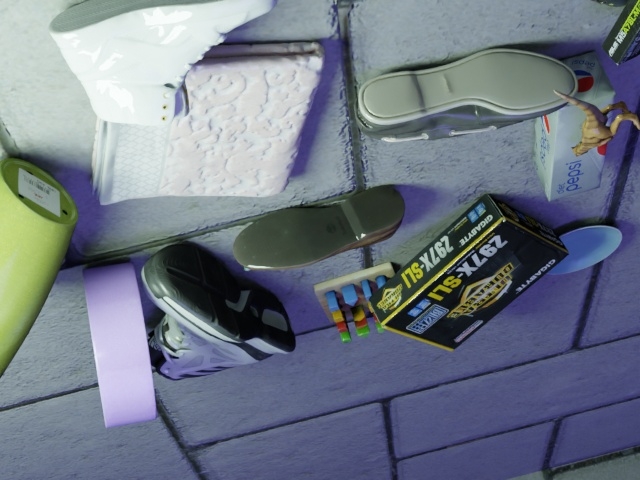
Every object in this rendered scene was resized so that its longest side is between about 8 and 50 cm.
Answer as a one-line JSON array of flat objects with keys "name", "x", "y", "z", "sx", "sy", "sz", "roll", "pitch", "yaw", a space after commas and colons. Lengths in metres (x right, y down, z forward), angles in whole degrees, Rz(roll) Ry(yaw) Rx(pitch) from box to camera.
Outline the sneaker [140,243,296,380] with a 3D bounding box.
[{"name": "sneaker", "x": -0.249, "y": 0.168, "z": 2.053, "sx": 0.257, "sy": 0.169, "sz": 0.447, "roll": -27, "pitch": 151, "yaw": 16}]

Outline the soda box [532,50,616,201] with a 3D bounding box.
[{"name": "soda box", "x": 0.412, "y": -0.181, "z": 1.838, "sx": 0.098, "sy": 0.091, "sz": 0.286, "roll": -16, "pitch": 151, "yaw": -1}]

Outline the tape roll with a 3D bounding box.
[{"name": "tape roll", "x": -0.345, "y": 0.178, "z": 1.919, "sx": 0.090, "sy": 0.275, "sz": 0.275, "roll": -9, "pitch": 150, "yaw": -11}]

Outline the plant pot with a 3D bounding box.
[{"name": "plant pot", "x": -0.500, "y": 0.027, "z": 1.647, "sx": 0.293, "sy": 0.275, "sz": 0.275, "roll": -46, "pitch": 141, "yaw": 18}]

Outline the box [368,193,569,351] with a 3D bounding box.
[{"name": "box", "x": 0.288, "y": 0.070, "z": 2.169, "sx": 0.322, "sy": 0.079, "sz": 0.257, "roll": -43, "pitch": 140, "yaw": 21}]

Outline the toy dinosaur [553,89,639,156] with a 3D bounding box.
[{"name": "toy dinosaur", "x": 0.415, "y": -0.174, "z": 1.678, "sx": 0.112, "sy": 0.064, "sz": 0.211, "roll": -24, "pitch": 155, "yaw": 2}]

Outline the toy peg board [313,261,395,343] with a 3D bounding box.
[{"name": "toy peg board", "x": 0.087, "y": 0.132, "z": 2.240, "sx": 0.161, "sy": 0.079, "sz": 0.160, "roll": -18, "pitch": 151, "yaw": 4}]

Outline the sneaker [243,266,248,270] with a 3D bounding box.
[{"name": "sneaker", "x": -0.100, "y": 0.022, "z": 2.006, "sx": 0.069, "sy": 0.038, "sz": 0.098, "roll": -1, "pitch": 148, "yaw": -22}]

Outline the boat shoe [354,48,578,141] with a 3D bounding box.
[{"name": "boat shoe", "x": 0.215, "y": -0.214, "z": 1.689, "sx": 0.335, "sy": 0.112, "sz": 0.095, "roll": -7, "pitch": 163, "yaw": -5}]

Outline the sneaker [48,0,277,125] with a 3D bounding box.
[{"name": "sneaker", "x": -0.172, "y": -0.240, "z": 1.408, "sx": 0.292, "sy": 0.108, "sz": 0.169, "roll": -11, "pitch": 128, "yaw": 12}]

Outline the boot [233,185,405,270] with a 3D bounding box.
[{"name": "boot", "x": 0.000, "y": 0.000, "z": 1.954, "sx": 0.305, "sy": 0.112, "sz": 0.115, "roll": -15, "pitch": 158, "yaw": -6}]

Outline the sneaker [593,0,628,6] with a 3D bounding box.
[{"name": "sneaker", "x": 0.357, "y": -0.352, "z": 1.528, "sx": 0.222, "sy": 0.083, "sz": 0.118, "roll": -16, "pitch": 151, "yaw": 0}]

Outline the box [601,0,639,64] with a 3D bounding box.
[{"name": "box", "x": 0.508, "y": -0.350, "z": 1.584, "sx": 0.184, "sy": 0.045, "sz": 0.191, "roll": -28, "pitch": 158, "yaw": -26}]

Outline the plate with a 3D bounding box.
[{"name": "plate", "x": 0.524, "y": 0.013, "z": 2.293, "sx": 0.188, "sy": 0.024, "sz": 0.188, "roll": -11, "pitch": 150, "yaw": -6}]

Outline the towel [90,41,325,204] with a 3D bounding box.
[{"name": "towel", "x": -0.171, "y": -0.162, "z": 1.644, "sx": 0.317, "sy": 0.053, "sz": 0.332, "roll": -5, "pitch": 150, "yaw": -17}]
